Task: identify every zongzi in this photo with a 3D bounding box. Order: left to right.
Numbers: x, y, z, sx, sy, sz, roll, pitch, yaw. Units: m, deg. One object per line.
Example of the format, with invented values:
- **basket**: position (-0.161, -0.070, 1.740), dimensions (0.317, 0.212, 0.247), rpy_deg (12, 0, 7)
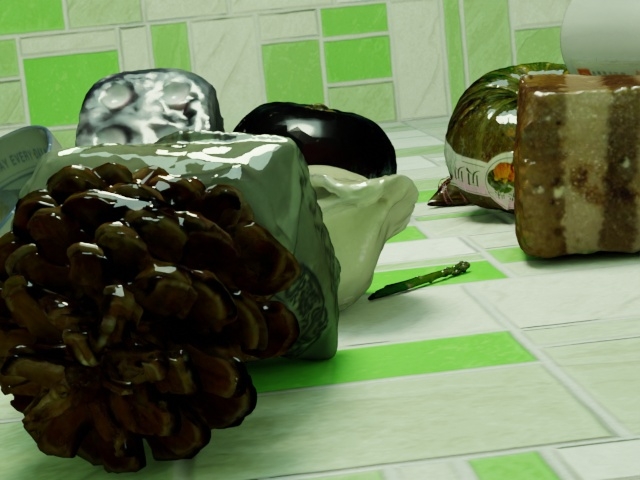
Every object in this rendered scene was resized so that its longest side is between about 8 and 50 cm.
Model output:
- **zongzi**: position (0.185, -0.066, 2.119), dimensions (0.073, 0.067, 0.083), rpy_deg (-28, 2, -39)

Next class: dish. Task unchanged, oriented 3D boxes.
- **dish**: position (-0.345, 0.018, 1.577), dimensions (0.273, 0.134, 0.273), rpy_deg (-32, 30, 20)

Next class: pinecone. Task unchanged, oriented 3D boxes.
- **pinecone**: position (-0.129, 0.060, 1.011), dimensions (0.221, 0.221, 0.221), rpy_deg (-5, 9, 1)

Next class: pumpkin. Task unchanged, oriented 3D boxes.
- **pumpkin**: position (-0.014, -0.104, 2.007), dimensions (0.233, 0.163, 0.233), rpy_deg (10, 13, -2)
- **pumpkin**: position (0.291, -0.122, 1.986), dimensions (0.260, 0.189, 0.260), rpy_deg (-3, 32, 2)

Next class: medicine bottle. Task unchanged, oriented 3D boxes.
- **medicine bottle**: position (0.421, -0.246, 1.803), dimensions (0.144, 0.144, 0.252), rpy_deg (-11, 11, -31)

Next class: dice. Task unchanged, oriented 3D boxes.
- **dice**: position (-0.219, -0.107, 1.965), dimensions (0.183, 0.181, 0.182), rpy_deg (-3, 52, 5)

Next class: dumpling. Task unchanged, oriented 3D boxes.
- **dumpling**: position (0.000, 0.000, 1.464), dimensions (0.193, 0.147, 0.258), rpy_deg (-1, -26, -36)

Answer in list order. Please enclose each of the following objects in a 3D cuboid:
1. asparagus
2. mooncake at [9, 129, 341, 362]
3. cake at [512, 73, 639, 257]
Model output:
- **asparagus**: position (0.105, 0.041, 1.550), dimensions (0.016, 0.013, 0.166), rpy_deg (17, 22, 41)
- **mooncake**: position (-0.117, 0.023, 1.209), dimensions (0.250, 0.136, 0.254), rpy_deg (-2, -34, 9)
- **cake**: position (0.356, -0.083, 1.646), dimensions (0.293, 0.196, 0.199), rpy_deg (1, 9, 4)
